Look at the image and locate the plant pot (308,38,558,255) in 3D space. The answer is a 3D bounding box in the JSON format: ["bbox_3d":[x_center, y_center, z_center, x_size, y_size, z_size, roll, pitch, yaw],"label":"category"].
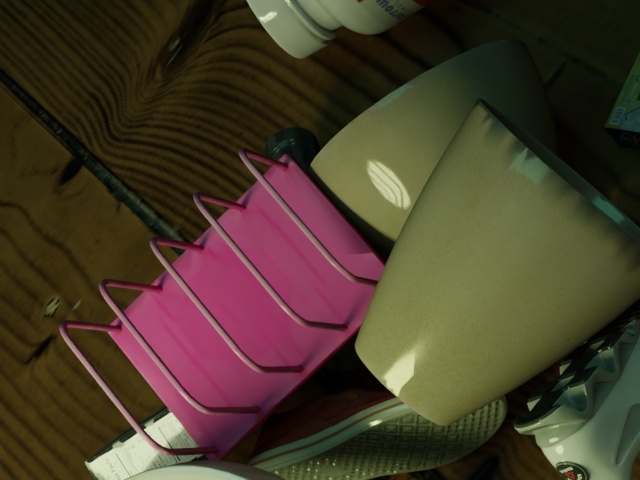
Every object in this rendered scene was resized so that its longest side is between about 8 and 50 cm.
[{"bbox_3d":[0.156,-0.066,1.988,0.284,0.284,0.191,-35,79,16],"label":"plant pot"}]

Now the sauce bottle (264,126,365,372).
[{"bbox_3d":[0.000,0.000,2.152,0.111,0.111,0.344,-32,46,18],"label":"sauce bottle"}]

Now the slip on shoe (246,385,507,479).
[{"bbox_3d":[0.056,0.201,1.966,0.331,0.123,0.101,-22,45,33],"label":"slip on shoe"}]

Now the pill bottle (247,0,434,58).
[{"bbox_3d":[0.097,-0.409,2.269,0.407,0.229,0.229,-31,46,20],"label":"pill bottle"}]

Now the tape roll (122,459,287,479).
[{"bbox_3d":[-0.121,0.423,1.851,0.392,0.072,0.392,-1,88,23],"label":"tape roll"}]

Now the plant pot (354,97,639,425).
[{"bbox_3d":[0.169,0.043,1.787,0.274,0.256,0.256,-50,42,10],"label":"plant pot"}]

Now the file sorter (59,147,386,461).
[{"bbox_3d":[-0.101,0.068,1.893,0.290,0.182,0.202,-44,73,10],"label":"file sorter"}]

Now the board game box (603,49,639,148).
[{"bbox_3d":[0.437,-0.208,1.984,0.165,0.042,0.243,13,71,44],"label":"board game box"}]

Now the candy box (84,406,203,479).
[{"bbox_3d":[-0.143,0.212,2.088,0.233,0.159,0.071,-32,90,18],"label":"candy box"}]

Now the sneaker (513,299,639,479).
[{"bbox_3d":[0.338,0.130,1.792,0.330,0.146,0.122,-45,7,-27],"label":"sneaker"}]
